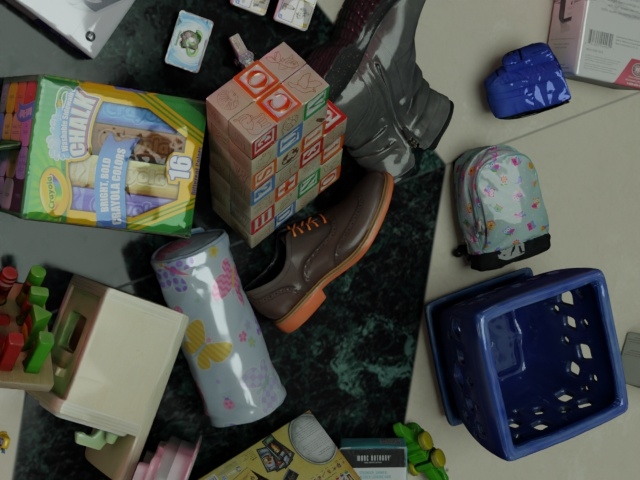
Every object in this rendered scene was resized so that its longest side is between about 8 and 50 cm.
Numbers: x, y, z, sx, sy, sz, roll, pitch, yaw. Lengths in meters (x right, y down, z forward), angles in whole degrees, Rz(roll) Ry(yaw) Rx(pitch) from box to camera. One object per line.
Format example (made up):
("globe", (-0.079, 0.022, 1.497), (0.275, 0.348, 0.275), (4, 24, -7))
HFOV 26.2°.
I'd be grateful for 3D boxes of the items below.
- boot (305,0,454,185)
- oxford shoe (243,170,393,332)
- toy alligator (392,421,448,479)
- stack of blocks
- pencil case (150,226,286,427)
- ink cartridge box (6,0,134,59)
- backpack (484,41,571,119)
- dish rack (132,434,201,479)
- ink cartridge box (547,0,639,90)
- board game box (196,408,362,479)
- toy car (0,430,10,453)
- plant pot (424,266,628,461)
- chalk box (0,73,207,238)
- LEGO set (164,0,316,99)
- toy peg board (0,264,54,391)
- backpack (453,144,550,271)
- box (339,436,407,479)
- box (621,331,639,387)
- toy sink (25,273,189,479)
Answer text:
("boot", (0.120, -0.260, 2.000), (0.223, 0.118, 0.338), (39, 88, -28))
("oxford shoe", (0.000, 0.000, 1.944), (0.098, 0.097, 0.271), (38, 89, -20))
("toy alligator", (0.167, 0.337, 2.111), (0.190, 0.056, 0.051), (54, 31, -21))
("stack of blocks", (-0.056, -0.131, 1.812), (0.171, 0.297, 0.087), (-40, 73, -19))
("pencil case", (-0.137, 0.120, 1.890), (0.273, 0.113, 0.124), (70, 26, -15))
("ink cartridge box", (-0.323, -0.386, 1.780), (0.223, 0.045, 0.224), (35, 79, -26))
("backpack", (0.307, -0.240, 2.089), (0.120, 0.098, 0.101), (-19, 100, 11))
("dish rack", (-0.243, 0.408, 1.797), (0.072, 0.285, 0.333), (21, 86, -2))
("ink cartridge box", (0.450, -0.355, 2.160), (0.158, 0.092, 0.218), (8, 94, -28))
("board game box", (-0.052, 0.354, 1.908), (0.243, 0.042, 0.165), (-25, 74, -47))
("toy car", (-0.455, 0.294, 1.786), (0.060, 0.040, 0.122), (36, 79, -26))
("plant pot", (0.293, 0.169, 2.065), (0.236, 0.212, 0.236), (-18, 103, -24))
("chalk box", (-0.315, -0.112, 1.739), (0.289, 0.180, 0.179), (8, 92, -29))
("LEGO set", (-0.119, -0.275, 1.912), (0.182, 0.060, 0.244), (18, 86, -16))
("toy peg board", (-0.409, 0.095, 1.717), (0.160, 0.161, 0.079), (9, 135, -28))
("backpack", (0.274, -0.057, 2.087), (0.152, 0.115, 0.182), (-19, 101, -22))
("box", (0.079, 0.418, 2.046), (0.100, 0.060, 0.244), (-1, 96, 1))
("box", (0.564, 0.210, 2.273), (0.101, 0.102, 0.087), (19, 84, -28))
("toy sink", (-0.292, 0.177, 1.797), (0.131, 0.153, 0.234), (22, 86, -27))
